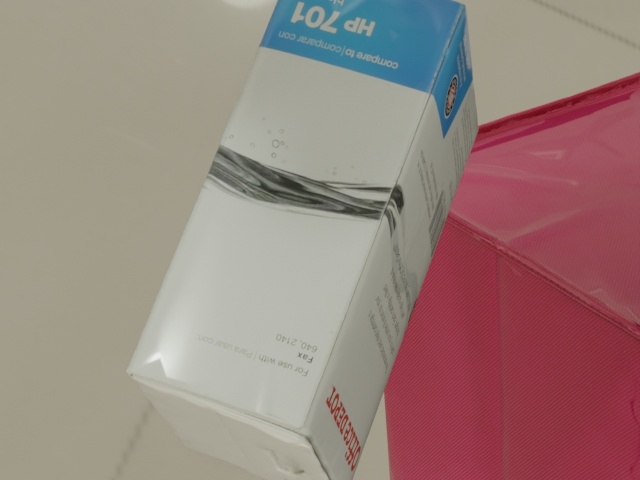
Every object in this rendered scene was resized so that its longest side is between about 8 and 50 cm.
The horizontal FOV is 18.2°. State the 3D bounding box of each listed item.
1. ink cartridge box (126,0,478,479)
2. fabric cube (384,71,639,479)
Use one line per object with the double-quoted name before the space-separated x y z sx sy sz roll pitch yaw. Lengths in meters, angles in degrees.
"ink cartridge box" 0.000 0.000 0.845 0.082 0.139 0.190 19 74 13
"fabric cube" 0.197 0.076 1.102 0.259 0.254 0.258 35 138 52
